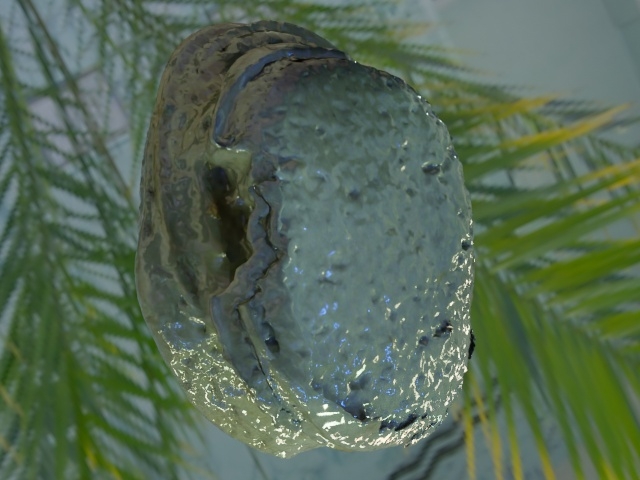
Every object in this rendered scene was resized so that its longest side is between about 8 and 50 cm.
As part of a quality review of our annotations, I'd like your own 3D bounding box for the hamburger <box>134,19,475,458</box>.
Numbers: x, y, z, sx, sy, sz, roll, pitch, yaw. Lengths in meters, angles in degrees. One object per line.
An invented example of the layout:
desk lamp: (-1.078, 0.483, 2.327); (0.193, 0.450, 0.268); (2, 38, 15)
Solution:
hamburger: (0.000, 0.000, 0.427); (0.062, 0.133, 0.140); (-10, -117, 33)
